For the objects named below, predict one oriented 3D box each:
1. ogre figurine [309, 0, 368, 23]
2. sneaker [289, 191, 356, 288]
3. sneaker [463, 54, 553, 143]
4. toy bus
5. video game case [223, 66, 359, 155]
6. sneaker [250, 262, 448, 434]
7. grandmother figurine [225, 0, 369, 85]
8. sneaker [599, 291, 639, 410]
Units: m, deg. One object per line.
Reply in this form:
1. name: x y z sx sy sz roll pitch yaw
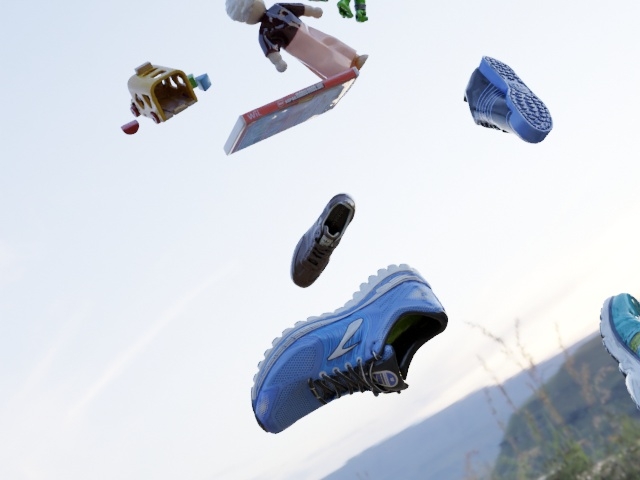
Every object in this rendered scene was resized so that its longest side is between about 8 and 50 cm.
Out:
1. ogre figurine: 0.044 -0.617 1.954 0.097 0.197 0.118 133 158 -78
2. sneaker: 0.000 0.000 1.403 0.188 0.066 0.071 -62 2 7
3. sneaker: 0.293 -0.205 1.292 0.081 0.232 0.090 12 -55 -20
4. toy bus: -0.348 -0.318 1.691 0.202 0.191 0.104 -13 -57 14
5. video game case: -0.067 -0.278 1.760 0.285 0.025 0.204 -27 -4 -21
6. sneaker: 0.045 0.171 1.177 0.330 0.147 0.130 -38 -49 -6
7. grandmother figurine: -0.065 -0.459 1.830 0.104 0.342 0.208 -46 15 49
8. sneaker: 0.455 0.150 1.069 0.110 0.107 0.275 -46 19 20
